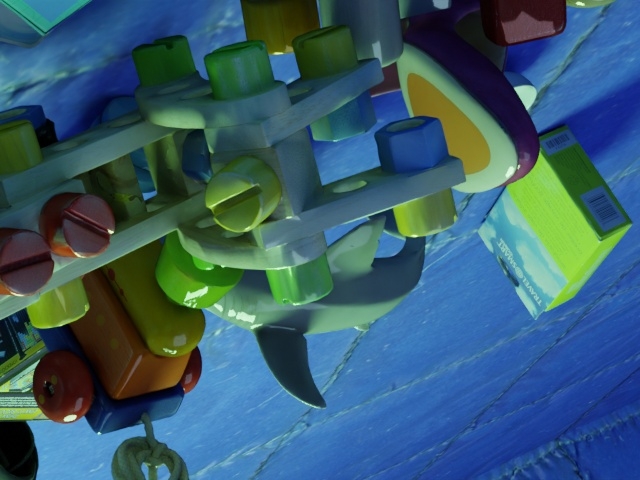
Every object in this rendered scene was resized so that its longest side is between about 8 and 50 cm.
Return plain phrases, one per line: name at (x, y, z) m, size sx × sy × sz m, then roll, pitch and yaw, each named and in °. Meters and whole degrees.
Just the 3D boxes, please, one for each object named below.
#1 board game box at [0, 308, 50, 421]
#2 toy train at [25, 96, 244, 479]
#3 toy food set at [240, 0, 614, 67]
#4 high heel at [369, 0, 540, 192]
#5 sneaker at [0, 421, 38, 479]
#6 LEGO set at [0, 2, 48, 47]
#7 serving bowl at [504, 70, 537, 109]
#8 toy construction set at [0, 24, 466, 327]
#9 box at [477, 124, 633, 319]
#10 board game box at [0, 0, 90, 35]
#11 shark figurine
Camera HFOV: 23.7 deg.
board game box at (-0.186, 0.077, 1.104) m, size 0.141 × 0.048 × 0.170 m, roll -33°, pitch 163°, yaw 17°
toy train at (-0.089, 0.050, 0.860) m, size 0.105 × 0.248 × 0.143 m, roll -10°, pitch 149°, yaw -46°
toy food set at (0.071, -0.163, 0.774) m, size 0.232 × 0.111 × 0.104 m, roll -13°, pitch 118°, yaw -9°
high heel at (0.095, -0.092, 0.847) m, size 0.117 × 0.082 × 0.244 m, roll -19°, pitch -162°, yaw -12°
sneaker at (-0.277, 0.199, 1.199) m, size 0.147 × 0.104 × 0.295 m, roll -23°, pitch 158°, yaw -2°
LEGO set at (-0.212, -0.063, 0.667) m, size 0.244 × 0.060 × 0.182 m, roll -38°, pitch 158°, yaw 22°
serving bowl at (0.116, -0.099, 1.119) m, size 0.083 × 0.027 × 0.083 m, roll -27°, pitch 162°, yaw -10°
toy construction set at (-0.115, -0.012, 0.675) m, size 0.328 × 0.151 × 0.215 m, roll -11°, pitch -170°, yaw -43°
box at (0.205, -0.012, 1.362) m, size 0.042 × 0.109 × 0.178 m, roll -25°, pitch 162°, yaw -21°
board game box at (-0.066, -0.179, 0.557) m, size 0.210 × 0.047 × 0.160 m, roll -35°, pitch 158°, yaw 7°
shark figurine at (0.027, 0.008, 1.073) m, size 0.278 × 0.166 × 0.116 m, roll -14°, pitch 147°, yaw -42°
